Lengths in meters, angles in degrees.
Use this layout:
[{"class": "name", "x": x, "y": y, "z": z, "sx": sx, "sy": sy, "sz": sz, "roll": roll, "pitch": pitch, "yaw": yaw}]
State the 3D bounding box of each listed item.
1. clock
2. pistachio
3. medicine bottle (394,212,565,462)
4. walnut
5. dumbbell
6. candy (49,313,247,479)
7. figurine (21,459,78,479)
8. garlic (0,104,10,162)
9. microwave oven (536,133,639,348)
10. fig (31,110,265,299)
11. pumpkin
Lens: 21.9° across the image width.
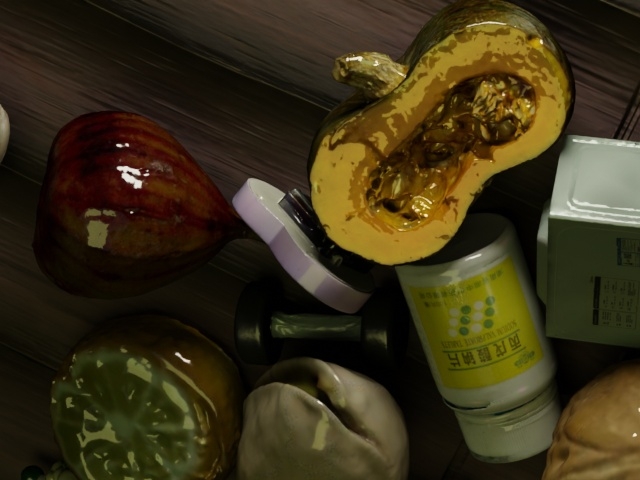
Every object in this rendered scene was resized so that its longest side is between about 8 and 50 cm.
[{"class": "clock", "x": 0.000, "y": 0.000, "z": 1.848, "sx": 0.064, "sy": 0.172, "sz": 0.198, "roll": -50, "pitch": 55, "yaw": 14}, {"class": "pistachio", "x": 0.002, "y": 0.241, "z": 1.909, "sx": 0.226, "sy": 0.208, "sz": 0.332, "roll": 46, "pitch": 160, "yaw": 12}, {"class": "medicine bottle", "x": 0.185, "y": 0.109, "z": 1.847, "sx": 0.143, "sy": 0.143, "sz": 0.258, "roll": -11, "pitch": 113, "yaw": 23}, {"class": "walnut", "x": 0.371, "y": 0.282, "z": 1.766, "sx": 0.333, "sy": 0.333, "sz": 0.333, "roll": 8, "pitch": 118, "yaw": 15}, {"class": "dumbbell", "x": 0.003, "y": 0.101, "z": 1.927, "sx": 0.191, "sy": 0.100, "sz": 0.100, "roll": 3, "pitch": 117, "yaw": 17}, {"class": "candy", "x": -0.213, "y": 0.215, "z": 2.047, "sx": 0.260, "sy": 0.118, "sz": 0.260, "roll": 7, "pitch": 115, "yaw": 15}, {"class": "figurine", "x": -0.340, "y": 0.355, "z": 2.172, "sx": 0.147, "sy": 0.093, "sz": 0.197, "roll": 44, "pitch": 122, "yaw": 5}, {"class": "garlic", "x": -0.491, "y": -0.131, "z": 1.915, "sx": 0.237, "sy": 0.210, "sz": 0.292, "roll": 32, "pitch": 130, "yaw": 8}, {"class": "microwave oven", "x": 0.310, "y": 0.002, "z": 1.725, "sx": 0.162, "sy": 0.122, "sz": 0.208, "roll": 8, "pitch": 142, "yaw": 12}, {"class": "fig", "x": -0.165, "y": -0.021, "z": 1.901, "sx": 0.321, "sy": 0.217, "sz": 0.217, "roll": 13, "pitch": 124, "yaw": -22}, {"class": "pumpkin", "x": 0.111, "y": -0.130, "z": 1.735, "sx": 0.222, "sy": 0.139, "sz": 0.317, "roll": 45, "pitch": 114, "yaw": -5}]
